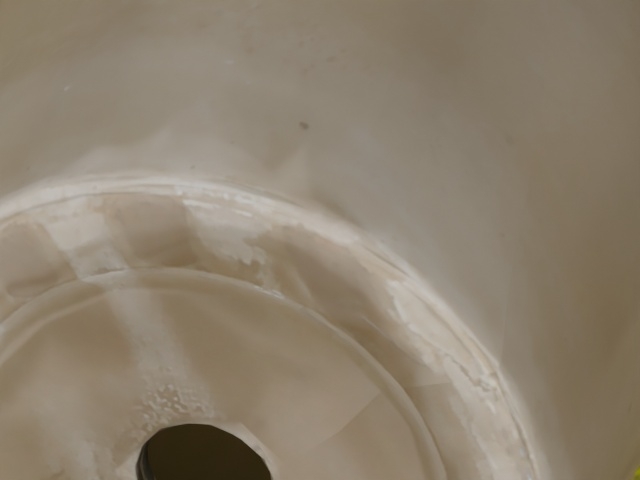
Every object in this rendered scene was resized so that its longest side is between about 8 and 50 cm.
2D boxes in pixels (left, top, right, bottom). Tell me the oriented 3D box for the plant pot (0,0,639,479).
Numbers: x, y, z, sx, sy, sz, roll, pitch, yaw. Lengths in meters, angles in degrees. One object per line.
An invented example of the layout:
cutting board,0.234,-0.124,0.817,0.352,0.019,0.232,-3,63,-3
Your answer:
plant pot,0.000,0.000,0.567,0.323,0.280,0.323,6,118,11
